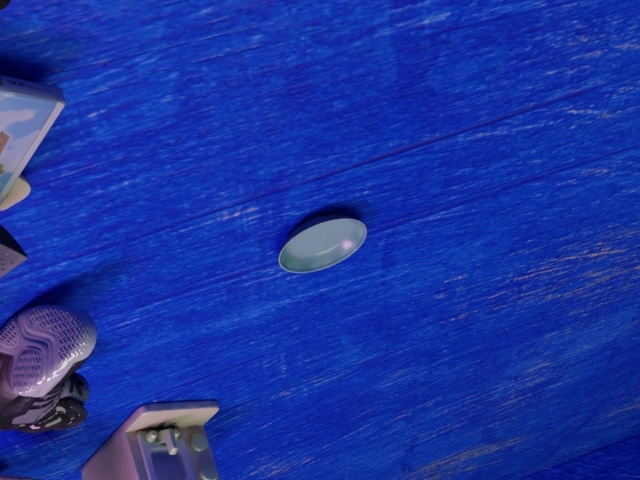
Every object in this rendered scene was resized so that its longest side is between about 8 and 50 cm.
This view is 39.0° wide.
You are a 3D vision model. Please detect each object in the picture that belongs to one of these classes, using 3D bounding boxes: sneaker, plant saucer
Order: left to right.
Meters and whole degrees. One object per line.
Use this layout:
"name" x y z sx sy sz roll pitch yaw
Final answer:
"sneaker" -0.331 0.162 1.110 0.269 0.101 0.153 -32 152 28
"plant saucer" 0.000 0.000 1.148 0.119 0.021 0.119 -18 152 -10

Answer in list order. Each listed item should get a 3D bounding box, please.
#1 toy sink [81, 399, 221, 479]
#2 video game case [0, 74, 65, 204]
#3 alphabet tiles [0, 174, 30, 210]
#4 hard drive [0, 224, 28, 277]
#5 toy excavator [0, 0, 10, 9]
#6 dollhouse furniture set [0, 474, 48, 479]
"toy sink" -0.266 0.378 1.488 0.153 0.131 0.234 5 140 -43
"video game case" -0.342 -0.067 0.737 0.193 0.023 0.212 6 140 -42
"alphabet tiles" -0.391 -0.065 0.753 0.284 0.021 0.278 -29 151 10
"hard drive" -0.392 0.003 0.740 0.172 0.054 0.255 -32 151 18
"toy excavator" -0.455 -0.071 0.519 0.222 0.445 0.432 31 80 -55
"dollhouse furniture set" -0.539 0.544 1.361 0.394 0.361 0.256 -4 159 26
